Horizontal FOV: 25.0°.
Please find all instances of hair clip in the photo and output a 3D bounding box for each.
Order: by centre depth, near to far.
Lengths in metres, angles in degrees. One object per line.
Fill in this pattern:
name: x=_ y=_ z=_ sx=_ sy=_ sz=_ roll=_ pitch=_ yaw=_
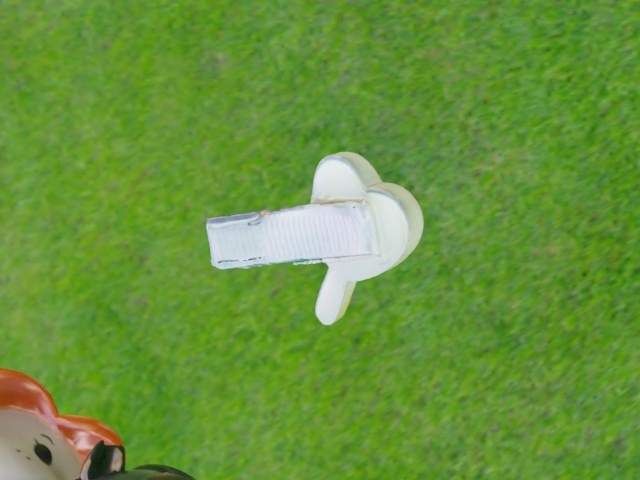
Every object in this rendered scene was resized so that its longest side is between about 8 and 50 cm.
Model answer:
hair clip: x=0.002 y=0.002 z=1.345 sx=0.218 sy=0.071 sz=0.159 roll=-8 pitch=100 yaw=35

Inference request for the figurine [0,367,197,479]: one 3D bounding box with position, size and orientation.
figurine: x=-0.217 y=0.215 z=0.901 sx=0.241 sy=0.306 sz=0.411 roll=52 pitch=154 yaw=-17
